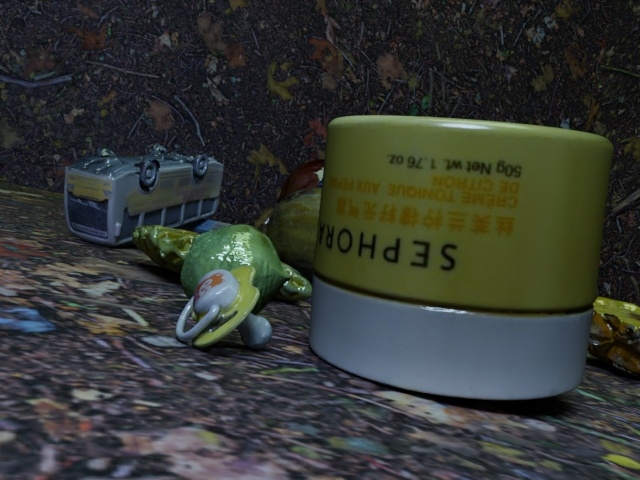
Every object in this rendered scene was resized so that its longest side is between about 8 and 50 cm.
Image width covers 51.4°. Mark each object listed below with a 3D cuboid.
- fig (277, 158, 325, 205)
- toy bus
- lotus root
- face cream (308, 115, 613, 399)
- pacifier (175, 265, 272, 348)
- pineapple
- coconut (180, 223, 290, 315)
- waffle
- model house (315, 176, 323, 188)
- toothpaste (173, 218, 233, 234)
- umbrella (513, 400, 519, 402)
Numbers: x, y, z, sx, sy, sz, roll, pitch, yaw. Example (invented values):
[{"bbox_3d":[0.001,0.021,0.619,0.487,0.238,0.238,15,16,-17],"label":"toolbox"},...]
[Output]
[{"bbox_3d":[0.006,-0.039,1.288,0.215,0.234,0.235,-26,-4,8],"label":"fig"},{"bbox_3d":[-0.276,-0.082,1.088,0.097,0.137,0.342,15,16,16],"label":"toy bus"},{"bbox_3d":[-0.002,0.001,0.908,0.154,0.153,0.278,10,0,-40],"label":"lotus root"},{"bbox_3d":[0.105,0.002,0.527,0.218,0.179,0.218,5,6,-1],"label":"face cream"},{"bbox_3d":[-0.063,0.056,0.471,0.064,0.068,0.083,47,7,-23],"label":"pacifier"},{"bbox_3d":[0.392,0.123,0.768,0.225,0.076,0.225,11,5,-1],"label":"pineapple"},{"bbox_3d":[-0.074,0.027,0.586,0.096,0.087,0.088,4,2,-4],"label":"coconut"},{"bbox_3d":[-0.125,0.025,0.803,0.208,0.054,0.214,15,-2,-22],"label":"waffle"},{"bbox_3d":[0.078,-0.018,1.092,0.194,0.211,0.170,12,3,34],"label":"model house"},{"bbox_3d":[-0.261,-0.011,1.237,0.194,0.070,0.044,12,31,10],"label":"toothpaste"},{"bbox_3d":[0.186,0.110,0.604,0.044,0.044,0.269,49,15,6],"label":"umbrella"}]
